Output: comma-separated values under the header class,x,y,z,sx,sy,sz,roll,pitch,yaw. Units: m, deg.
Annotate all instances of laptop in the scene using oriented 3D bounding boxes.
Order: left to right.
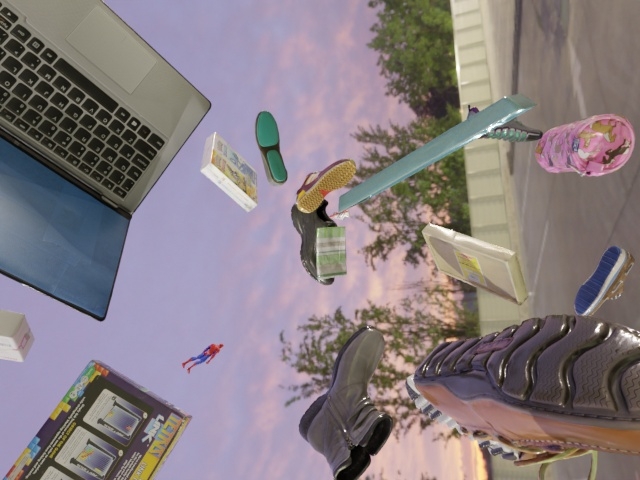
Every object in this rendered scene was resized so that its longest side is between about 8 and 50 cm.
class,x,y,z,sx,sy,sz,roll,pitch,yaw
laptop,-0.355,-0.181,0.574,0.382,0.236,0.408,41,-109,-33

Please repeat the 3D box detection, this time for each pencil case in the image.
class,x,y,z,sx,sy,sz,roll,pitch,yaw
pencil case,0.792,-0.286,1.341,0.160,0.167,0.386,66,-165,-5

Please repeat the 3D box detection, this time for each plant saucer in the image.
class,x,y,z,sx,sy,sz,roll,pitch,yaw
plant saucer,0.097,-0.078,0.405,0.067,0.192,0.018,-27,-91,-51

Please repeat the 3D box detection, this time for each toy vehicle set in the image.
class,x,y,z,sx,sy,sz,roll,pitch,yaw
toy vehicle set,0.399,0.058,1.144,0.035,0.266,0.166,-43,-53,-16

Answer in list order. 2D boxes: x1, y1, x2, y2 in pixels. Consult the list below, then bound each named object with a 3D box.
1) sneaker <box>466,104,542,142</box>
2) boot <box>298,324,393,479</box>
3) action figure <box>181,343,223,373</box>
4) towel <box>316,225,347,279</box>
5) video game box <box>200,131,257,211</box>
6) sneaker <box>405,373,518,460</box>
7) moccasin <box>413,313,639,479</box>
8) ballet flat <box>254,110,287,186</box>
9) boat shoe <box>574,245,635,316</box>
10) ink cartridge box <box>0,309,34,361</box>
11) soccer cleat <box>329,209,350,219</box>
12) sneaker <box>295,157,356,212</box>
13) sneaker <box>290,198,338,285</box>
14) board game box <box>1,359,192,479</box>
class,x,y,z,sx,sy,sz,roll,pitch,yaw
sneaker,0.533,-0.342,1.262,0.083,0.223,0.098,-50,-34,-86
boot,0.103,0.378,1.031,0.118,0.222,0.338,35,-103,-25
action figure,-0.297,0.298,1.121,0.115,0.038,0.030,-31,-46,-37
towel,0.035,0.036,1.292,0.113,0.023,0.152,-6,-82,-40
video game box,-0.265,-0.206,1.294,0.187,0.048,0.205,41,-158,-33
sneaker,0.339,0.392,1.034,0.118,0.292,0.110,-57,-9,-27
moccasin,0.234,0.180,0.480,0.139,0.147,0.380,-40,-5,-26
ballet flat,-0.147,-0.254,1.230,0.072,0.068,0.213,-14,-90,-26
boat shoe,0.674,0.107,1.025,0.066,0.066,0.183,-94,27,-70
ink cartridge box,-0.604,0.177,0.820,0.122,0.088,0.052,120,160,-48
soccer cleat,0.067,-0.086,1.546,0.036,0.083,0.029,65,-149,-14
sneaker,0.006,-0.154,1.089,0.069,0.185,0.084,35,-152,-39
sneaker,0.000,0.000,1.376,0.109,0.130,0.287,-13,-95,-61
board game box,-0.260,0.252,0.514,0.170,0.141,0.048,-59,-2,-22
